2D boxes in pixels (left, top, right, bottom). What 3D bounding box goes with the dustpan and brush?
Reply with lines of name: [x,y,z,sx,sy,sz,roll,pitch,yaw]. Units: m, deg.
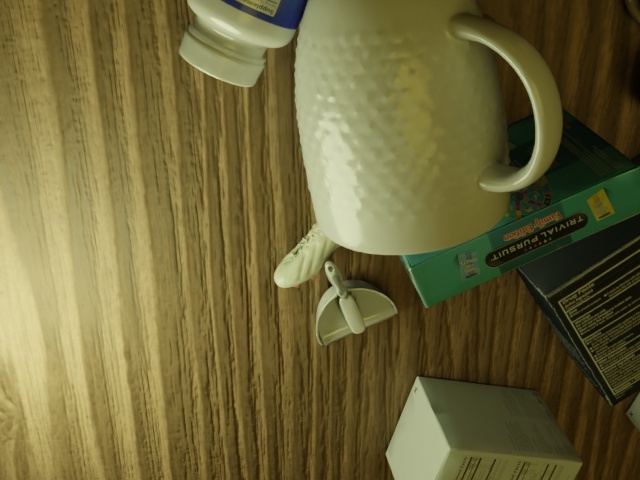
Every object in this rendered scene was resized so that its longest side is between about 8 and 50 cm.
dustpan and brush: [0.042,0.098,1.333,0.147,0.060,0.211,-24,126,2]

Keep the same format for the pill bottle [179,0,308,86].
pill bottle: [-0.080,-0.344,1.028,0.152,0.152,0.272,18,113,-20]

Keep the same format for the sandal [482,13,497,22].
sandal: [0.179,-0.275,1.183,0.180,0.049,0.072,-35,113,25]

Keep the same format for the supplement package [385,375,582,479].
supplement package: [0.292,0.401,1.480,0.263,0.199,0.198,10,116,-16]

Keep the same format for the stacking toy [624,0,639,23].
stacking toy: [0.535,-0.326,1.055,0.141,0.330,0.141,-2,113,-5]

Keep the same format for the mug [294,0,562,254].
mug: [0.135,-0.177,1.022,0.276,0.374,0.328,-32,125,-33]

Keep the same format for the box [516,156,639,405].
box: [0.522,0.065,1.355,0.296,0.183,0.294,-34,120,6]

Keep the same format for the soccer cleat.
soccer cleat: [0.000,0.000,1.278,0.196,0.068,0.076,-36,135,0]

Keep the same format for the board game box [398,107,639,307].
board game box: [0.263,-0.061,1.193,0.336,0.254,0.079,-25,120,3]

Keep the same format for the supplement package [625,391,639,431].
supplement package: [0.766,0.356,1.590,0.244,0.134,0.139,13,114,-18]
